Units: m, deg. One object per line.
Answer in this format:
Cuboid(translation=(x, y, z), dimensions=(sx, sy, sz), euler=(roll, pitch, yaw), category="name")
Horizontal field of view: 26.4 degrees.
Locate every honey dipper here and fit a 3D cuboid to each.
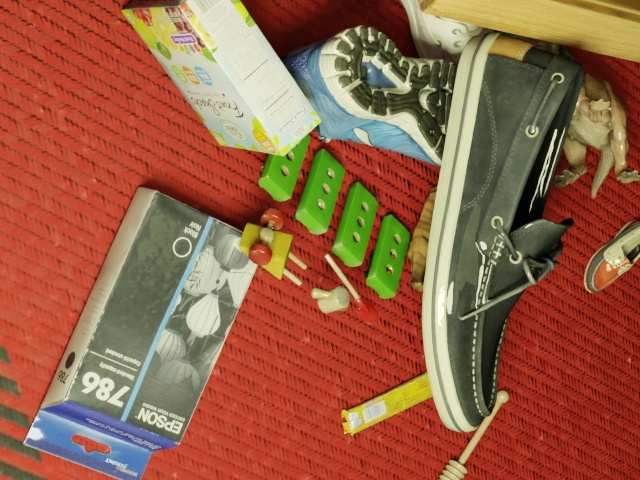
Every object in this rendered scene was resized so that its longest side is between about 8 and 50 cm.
Cuboid(translation=(0.214, 0.273, 1.874), dimensions=(0.030, 0.030, 0.160), euler=(43, 74, -27), category="honey dipper")

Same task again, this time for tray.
Cuboid(translation=(0.261, -0.349, 1.690), dimensions=(0.411, 0.076, 0.203), euler=(4, 57, -41), category="tray")

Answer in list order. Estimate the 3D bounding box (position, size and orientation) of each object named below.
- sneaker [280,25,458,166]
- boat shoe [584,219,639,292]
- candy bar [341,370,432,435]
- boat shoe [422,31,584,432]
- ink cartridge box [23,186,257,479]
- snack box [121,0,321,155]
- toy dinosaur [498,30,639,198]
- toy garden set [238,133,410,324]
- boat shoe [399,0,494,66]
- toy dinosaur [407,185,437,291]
Cuboid(translation=(0.072, -0.175, 1.687), dimensions=(0.330, 0.147, 0.129), euler=(25, 73, -48), category="sneaker")
Cuboid(translation=(0.431, 0.023, 1.956), dimensions=(0.137, 0.043, 0.049), euler=(-46, 117, -15), category="boat shoe")
Cuboid(translation=(0.097, 0.212, 1.806), dimensions=(0.161, 0.018, 0.040), euler=(-22, 103, -25), category="candy bar")
Cuboid(translation=(0.226, -0.002, 1.678), dimensions=(0.187, 0.156, 0.500), euler=(-7, 106, -71), category="boat shoe")
Cuboid(translation=(-0.203, 0.119, 1.601), dimensions=(0.165, 0.065, 0.332), euler=(26, 85, -30), category="ink cartridge box")
Cuboid(translation=(-0.113, -0.199, 1.543), dimensions=(0.070, 0.174, 0.207), euler=(-44, 114, -16), category="snack box")
Cuboid(translation=(0.357, -0.191, 1.851), dimensions=(0.295, 0.127, 0.200), euler=(47, 37, -42), category="toy dinosaur")
Cuboid(translation=(0.000, 0.000, 1.672), dimensions=(0.244, 0.049, 0.204), euler=(43, 44, -28), category="toy garden set")
Cuboid(translation=(0.169, -0.287, 1.735), dimensions=(0.098, 0.096, 0.277), euler=(-42, 114, -18), category="boat shoe")
Cuboid(translation=(0.130, 0.021, 1.753), dimensions=(0.211, 0.064, 0.112), euler=(-75, 151, -44), category="toy dinosaur")
